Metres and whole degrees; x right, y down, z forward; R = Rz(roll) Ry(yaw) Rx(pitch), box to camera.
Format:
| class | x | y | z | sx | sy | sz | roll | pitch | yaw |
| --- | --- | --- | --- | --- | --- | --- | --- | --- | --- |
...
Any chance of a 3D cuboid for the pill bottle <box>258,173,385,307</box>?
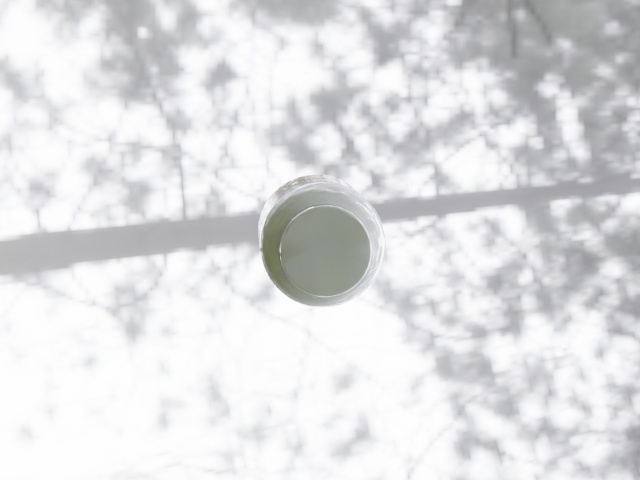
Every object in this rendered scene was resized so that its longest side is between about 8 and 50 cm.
| class | x | y | z | sx | sy | sz | roll | pitch | yaw |
| --- | --- | --- | --- | --- | --- | --- | --- | --- | --- |
| pill bottle | 0.000 | 0.000 | 0.656 | 0.083 | 0.043 | 0.043 | -123 | -148 | -84 |
